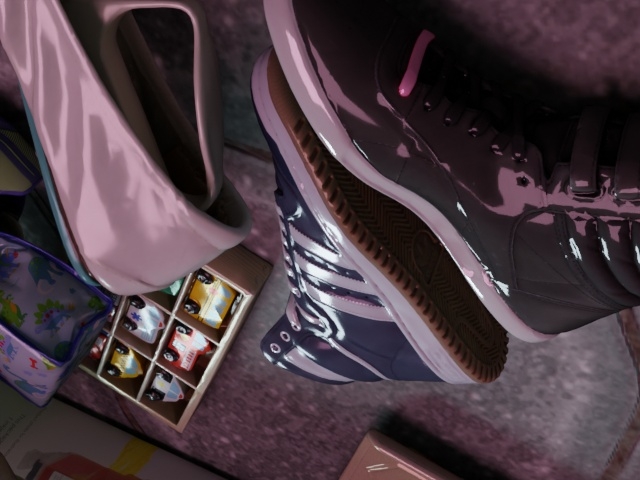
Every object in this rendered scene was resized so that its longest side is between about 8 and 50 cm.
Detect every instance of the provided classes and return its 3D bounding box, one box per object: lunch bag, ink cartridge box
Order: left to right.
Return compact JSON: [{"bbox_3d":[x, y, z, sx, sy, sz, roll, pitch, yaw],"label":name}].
[{"bbox_3d":[-0.267,0.058,0.898,0.151,0.096,0.129,39,146,-2],"label":"lunch bag"},{"bbox_3d":[-0.255,0.342,1.192,0.384,0.160,0.279,22,139,15],"label":"ink cartridge box"}]

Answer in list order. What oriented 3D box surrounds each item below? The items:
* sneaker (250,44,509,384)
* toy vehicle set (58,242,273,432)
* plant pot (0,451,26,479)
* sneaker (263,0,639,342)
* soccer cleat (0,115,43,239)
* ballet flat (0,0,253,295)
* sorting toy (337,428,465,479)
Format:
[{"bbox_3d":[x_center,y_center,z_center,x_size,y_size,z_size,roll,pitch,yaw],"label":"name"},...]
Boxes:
[{"bbox_3d":[0.000,0.000,0.713,0.153,0.099,0.282,-10,127,39],"label":"sneaker"},{"bbox_3d":[-0.155,0.059,0.929,0.166,0.035,0.267,32,141,2],"label":"toy vehicle set"},{"bbox_3d":[-0.436,0.163,0.876,0.334,0.334,0.305,0,113,34],"label":"plant pot"},{"bbox_3d":[0.105,-0.063,0.579,0.147,0.104,0.296,-20,124,43],"label":"sneaker"},{"bbox_3d":[-0.325,-0.016,0.924,0.121,0.093,0.289,38,141,-10],"label":"soccer cleat"},{"bbox_3d":[-0.140,-0.154,0.626,0.139,0.139,0.400,-2,118,36],"label":"ballet flat"},{"bbox_3d":[0.107,0.254,0.957,0.193,0.038,0.208,29,146,6],"label":"sorting toy"}]
